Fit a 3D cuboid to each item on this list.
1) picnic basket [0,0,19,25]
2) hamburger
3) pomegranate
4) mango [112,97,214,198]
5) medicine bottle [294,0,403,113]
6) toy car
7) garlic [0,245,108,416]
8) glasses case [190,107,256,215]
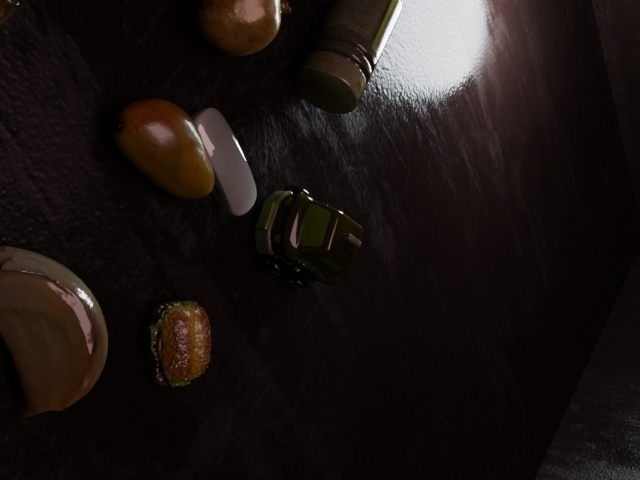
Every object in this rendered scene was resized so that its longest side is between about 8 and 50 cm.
[{"bbox_3d":[-0.527,-0.328,1.216,0.178,0.138,0.128,-46,131,13],"label":"picnic basket"},{"bbox_3d":[-0.266,0.197,1.616,0.137,0.087,0.166,-7,99,-50],"label":"hamburger"},{"bbox_3d":[-0.149,-0.446,1.622,0.196,0.196,0.196,-8,100,-50],"label":"pomegranate"},{"bbox_3d":[-0.273,-0.166,1.548,0.253,0.113,0.139,46,60,-46],"label":"mango"},{"bbox_3d":[0.072,-0.456,1.912,0.151,0.151,0.323,47,59,-43],"label":"medicine bottle"},{"bbox_3d":[0.000,0.000,1.836,0.248,0.198,0.204,36,66,-48],"label":"toy car"},{"bbox_3d":[-0.453,0.116,1.345,0.196,0.151,0.339,-39,122,-27],"label":"garlic"},{"bbox_3d":[-0.194,-0.154,1.688,0.092,0.059,0.233,-52,130,-36],"label":"glasses case"}]
